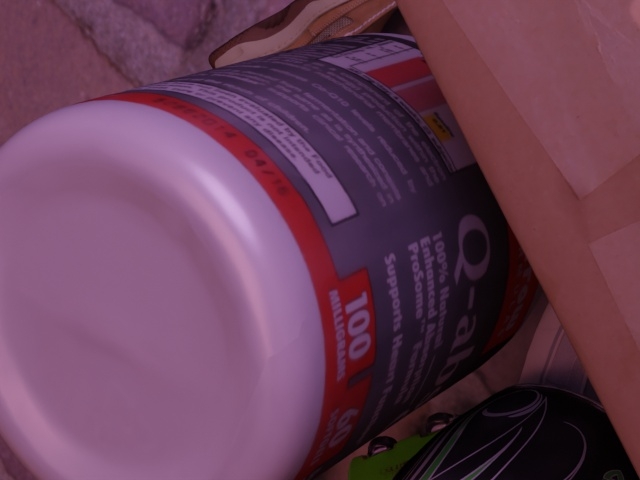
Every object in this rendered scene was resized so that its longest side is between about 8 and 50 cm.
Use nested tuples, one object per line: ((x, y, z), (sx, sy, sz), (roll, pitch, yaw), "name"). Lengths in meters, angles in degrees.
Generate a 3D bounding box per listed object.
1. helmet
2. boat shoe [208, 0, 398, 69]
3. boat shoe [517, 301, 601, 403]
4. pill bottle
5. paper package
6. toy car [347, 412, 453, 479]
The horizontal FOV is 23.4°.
((0.107, 0.177, 0.871), (0.169, 0.161, 0.169), (30, 147, 21), "helmet")
((0.012, -0.130, 1.000), (0.190, 0.068, 0.072), (-24, 98, 45), "boat shoe")
((0.157, 0.081, 0.940), (0.063, 0.066, 0.184), (24, 111, 17), "boat shoe")
((0.000, 0.000, 0.836), (0.210, 0.363, 0.210), (11, 110, 31), "pill bottle")
((0.220, -0.062, 0.719), (0.168, 0.309, 0.325), (-32, 80, 38), "paper package")
((0.013, 0.180, 1.008), (0.225, 0.239, 0.053), (-23, 123, 19), "toy car")
